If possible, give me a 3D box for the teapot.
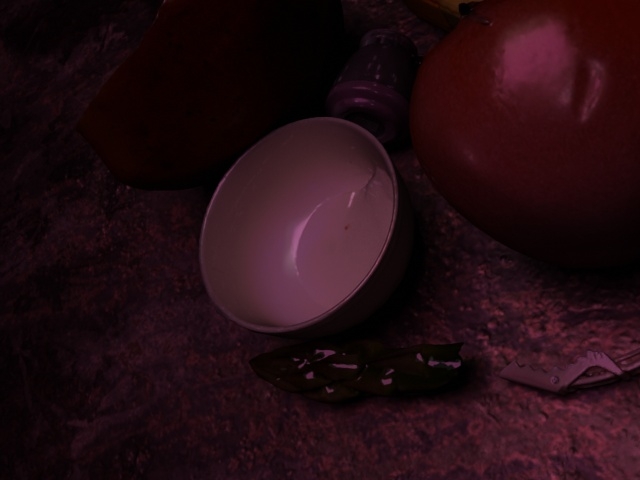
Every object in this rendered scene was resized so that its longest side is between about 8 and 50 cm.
[{"bbox_3d":[0.074,-0.197,1.276,0.116,0.148,0.146,17,62,1],"label":"teapot"}]

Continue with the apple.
[{"bbox_3d":[-0.144,-0.230,1.274,0.365,0.329,0.295,-42,49,21],"label":"apple"}]

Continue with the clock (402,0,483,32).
[{"bbox_3d":[0.196,-0.338,1.253,0.143,0.096,0.202,-53,50,4],"label":"clock"}]

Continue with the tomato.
[{"bbox_3d":[0.266,-0.117,0.964,0.341,0.341,0.272,-29,72,19],"label":"tomato"}]

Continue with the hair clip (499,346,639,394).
[{"bbox_3d":[0.294,0.136,1.006,0.226,0.034,0.072,-19,60,26],"label":"hair clip"}]

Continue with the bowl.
[{"bbox_3d":[0.000,0.000,1.191,0.277,0.145,0.277,-13,63,28],"label":"bowl"}]

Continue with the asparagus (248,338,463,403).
[{"bbox_3d":[0.039,0.153,1.142,0.287,0.080,0.080,-1,68,27],"label":"asparagus"}]
